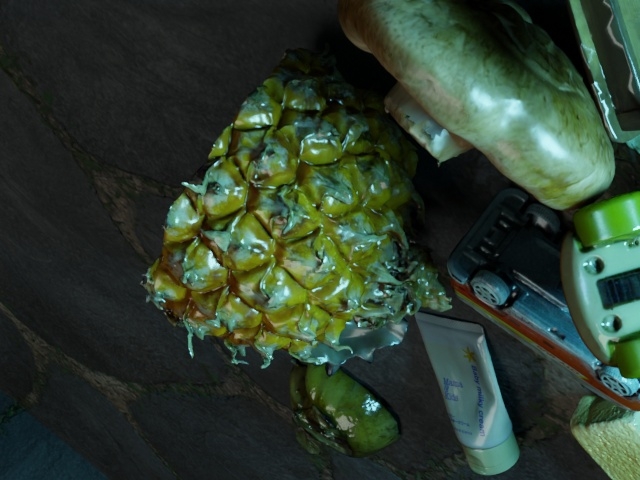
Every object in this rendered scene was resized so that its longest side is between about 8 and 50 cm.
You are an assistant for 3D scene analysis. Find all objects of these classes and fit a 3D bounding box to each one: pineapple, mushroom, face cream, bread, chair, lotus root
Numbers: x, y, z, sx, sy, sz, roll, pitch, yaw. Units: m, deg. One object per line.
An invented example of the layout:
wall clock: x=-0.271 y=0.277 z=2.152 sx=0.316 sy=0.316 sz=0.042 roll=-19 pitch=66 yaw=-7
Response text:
pineapple: x=0.003 y=0.002 z=1.309 sx=0.286 sy=0.344 sz=0.209 roll=30 pitch=-170 yaw=6
mushroom: x=0.130 y=-0.134 z=1.114 sx=0.278 sy=0.146 sz=0.278 roll=40 pitch=-169 yaw=-9
face cream: x=0.189 y=0.191 z=1.677 sx=0.114 sy=0.070 sz=0.224 roll=9 pitch=130 yaw=47
bread: x=0.382 y=0.248 z=1.488 sx=0.188 sy=0.068 sz=0.125 roll=47 pitch=153 yaw=-8
chair: x=0.220 y=-0.178 z=0.958 sx=0.319 sy=0.160 sz=0.186 roll=-6 pitch=113 yaw=52
lotus root: x=0.018 y=0.265 z=1.983 sx=0.203 sy=0.078 sz=0.183 roll=31 pitch=150 yaw=24

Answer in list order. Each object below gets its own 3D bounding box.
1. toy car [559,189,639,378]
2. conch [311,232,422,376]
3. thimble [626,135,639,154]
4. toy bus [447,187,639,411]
toy car: x=0.315 y=0.026 z=1.139 sx=0.235 sy=0.235 sz=0.145 roll=-25 pitch=79 yaw=61
conch: x=0.019 y=0.010 z=1.533 sx=0.241 sy=0.186 sz=0.313 roll=7 pitch=118 yaw=35
thimble: x=0.275 y=-0.125 z=1.088 sx=0.084 sy=0.062 sz=0.110 roll=-3 pitch=129 yaw=56
toy bus: x=0.260 y=0.072 z=1.347 sx=0.265 sy=0.121 sz=0.120 roll=35 pitch=161 yaw=12
